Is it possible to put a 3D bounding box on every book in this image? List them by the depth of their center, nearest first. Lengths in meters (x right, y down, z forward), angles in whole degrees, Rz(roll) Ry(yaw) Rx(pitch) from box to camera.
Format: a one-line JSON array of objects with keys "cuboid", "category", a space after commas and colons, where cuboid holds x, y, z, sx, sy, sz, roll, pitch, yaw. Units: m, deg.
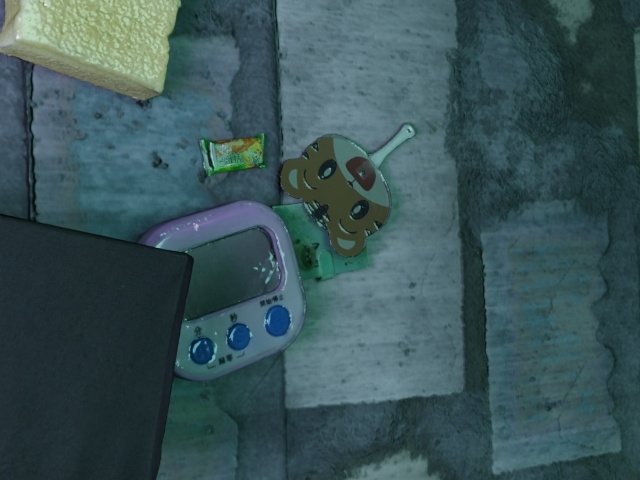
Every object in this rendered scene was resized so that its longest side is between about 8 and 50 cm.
[{"cuboid": [0.000, 0.000, 1.491, 0.135, 0.017, 0.103, -9, 93, -34], "category": "book"}]

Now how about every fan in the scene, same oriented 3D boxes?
[{"cuboid": [0.053, -0.090, 1.524, 0.152, 0.008, 0.226, 51, 57, -8], "category": "fan"}]

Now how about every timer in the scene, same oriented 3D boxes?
[{"cuboid": [-0.119, 0.057, 1.378, 0.208, 0.069, 0.191, -18, 98, -32], "category": "timer"}]

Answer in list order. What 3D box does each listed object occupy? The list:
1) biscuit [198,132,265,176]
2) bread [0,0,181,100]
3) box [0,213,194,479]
[{"cuboid": [-0.104, -0.105, 1.425, 0.089, 0.016, 0.046, -9, 93, -34], "category": "biscuit"}, {"cuboid": [-0.255, -0.243, 1.297, 0.188, 0.068, 0.126, 16, 80, -32], "category": "bread"}, {"cuboid": [-0.323, 0.103, 1.102, 0.345, 0.204, 0.251, 16, 80, -52], "category": "box"}]
